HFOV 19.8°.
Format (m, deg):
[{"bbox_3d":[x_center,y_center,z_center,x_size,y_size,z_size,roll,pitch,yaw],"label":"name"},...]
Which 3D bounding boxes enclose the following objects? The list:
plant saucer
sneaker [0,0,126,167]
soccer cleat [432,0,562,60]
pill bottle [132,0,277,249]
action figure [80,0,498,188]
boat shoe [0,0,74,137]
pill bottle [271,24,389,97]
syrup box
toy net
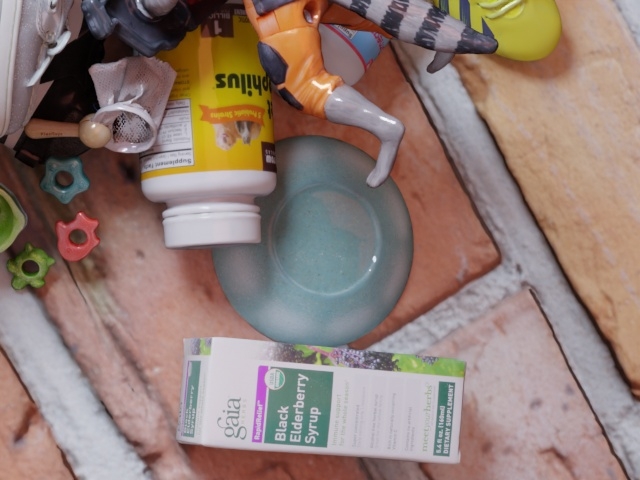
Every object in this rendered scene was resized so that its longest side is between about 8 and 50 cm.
[{"bbox_3d":[0.000,0.000,1.638,0.195,0.037,0.195,1,86,-20],"label":"plant saucer"},{"bbox_3d":[-0.194,-0.156,1.547,0.121,0.079,0.217,39,99,-16],"label":"sneaker"},{"bbox_3d":[0.133,-0.263,1.635,0.093,0.121,0.289,-43,118,-7],"label":"soccer cleat"},{"bbox_3d":[-0.098,-0.102,1.569,0.117,0.117,0.215,-3,87,-19],"label":"pill bottle"},{"bbox_3d":[-0.011,-0.247,1.478,0.330,0.178,0.341,42,53,-11],"label":"action figure"},{"bbox_3d":[-0.217,-0.233,1.423,0.103,0.118,0.320,7,92,-30],"label":"boat shoe"},{"bbox_3d":[0.019,-0.194,1.633,0.087,0.087,0.160,39,75,-12],"label":"pill bottle"},{"bbox_3d":[-0.001,0.140,1.596,0.237,0.096,0.093,7,84,-20],"label":"syrup box"},{"bbox_3d":[-0.201,-0.055,1.512,0.232,0.045,0.122,-39,106,12],"label":"toy net"}]
